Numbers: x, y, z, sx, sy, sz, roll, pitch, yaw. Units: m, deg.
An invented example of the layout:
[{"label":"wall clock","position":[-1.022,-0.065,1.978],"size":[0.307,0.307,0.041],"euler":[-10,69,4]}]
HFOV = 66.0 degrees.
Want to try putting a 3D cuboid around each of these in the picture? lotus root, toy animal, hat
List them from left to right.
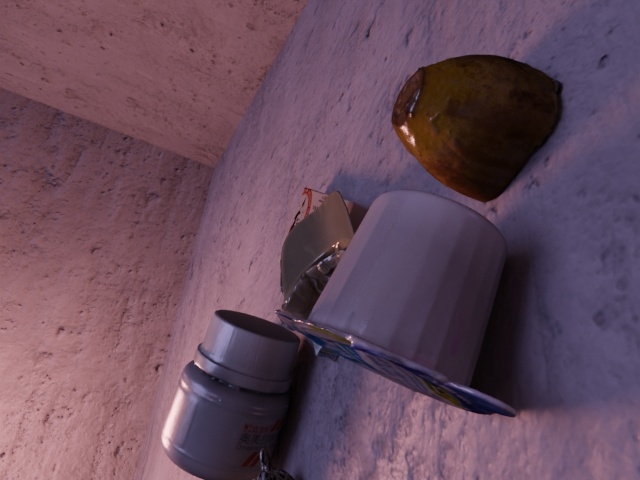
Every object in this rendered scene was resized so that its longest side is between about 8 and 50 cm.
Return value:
[{"label":"toy animal","position":[-0.084,0.462,0.909],"size":[0.098,0.098,0.137],"euler":[173,96,-67]},{"label":"hat","position":[0.033,0.041,0.938],"size":[0.214,0.149,0.245],"euler":[-38,27,34]},{"label":"lotus root","position":[0.187,-0.178,0.687],"size":[0.199,0.180,0.188],"euler":[-105,36,-55]}]

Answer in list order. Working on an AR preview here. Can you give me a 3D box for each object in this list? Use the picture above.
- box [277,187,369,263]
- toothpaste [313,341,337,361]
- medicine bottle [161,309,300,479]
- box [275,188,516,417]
[{"label":"box","position":[0.000,0.000,1.152],"size":[0.214,0.069,0.353],"euler":[-69,19,4]},{"label":"toothpaste","position":[0.002,0.175,1.015],"size":[0.034,0.046,0.164],"euler":[-59,24,22]},{"label":"medicine bottle","position":[-0.185,0.326,1.069],"size":[0.245,0.245,0.306],"euler":[17,88,69]},{"label":"box","position":[0.120,0.063,0.586],"size":[0.291,0.262,0.206],"euler":[-1,60,57]}]
